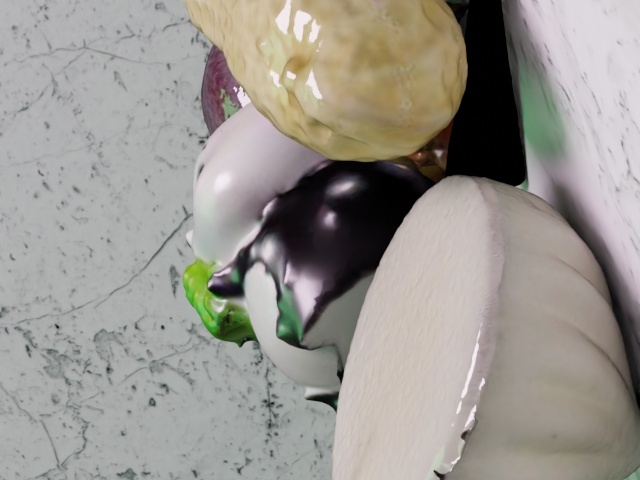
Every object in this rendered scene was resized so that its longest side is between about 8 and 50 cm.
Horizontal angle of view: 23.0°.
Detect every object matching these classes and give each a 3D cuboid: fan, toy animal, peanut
[{"bbox_3d":[0.100,-0.120,1.002,0.282,0.057,0.023,78,-159,-53],"label":"fan"},{"bbox_3d":[-0.008,0.006,1.265,0.267,0.212,0.212,37,154,39],"label":"toy animal"},{"bbox_3d":[-0.001,-0.153,1.031,0.313,0.152,0.152,-124,15,-56],"label":"peanut"}]

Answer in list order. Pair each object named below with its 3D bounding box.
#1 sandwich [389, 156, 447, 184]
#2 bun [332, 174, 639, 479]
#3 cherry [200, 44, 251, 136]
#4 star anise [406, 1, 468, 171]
[{"bbox_3d":[0.097,0.059,1.489,0.301,0.099,0.271,78,171,-67],"label":"sandwich"},{"bbox_3d":[0.126,0.100,1.011,0.263,0.175,0.263,-163,90,-75],"label":"bun"},{"bbox_3d":[-0.027,-0.134,1.585,0.213,0.183,0.266,38,-134,-71],"label":"cherry"},{"bbox_3d":[0.059,-0.129,1.175,0.212,0.111,0.196,57,-161,-79],"label":"star anise"}]
